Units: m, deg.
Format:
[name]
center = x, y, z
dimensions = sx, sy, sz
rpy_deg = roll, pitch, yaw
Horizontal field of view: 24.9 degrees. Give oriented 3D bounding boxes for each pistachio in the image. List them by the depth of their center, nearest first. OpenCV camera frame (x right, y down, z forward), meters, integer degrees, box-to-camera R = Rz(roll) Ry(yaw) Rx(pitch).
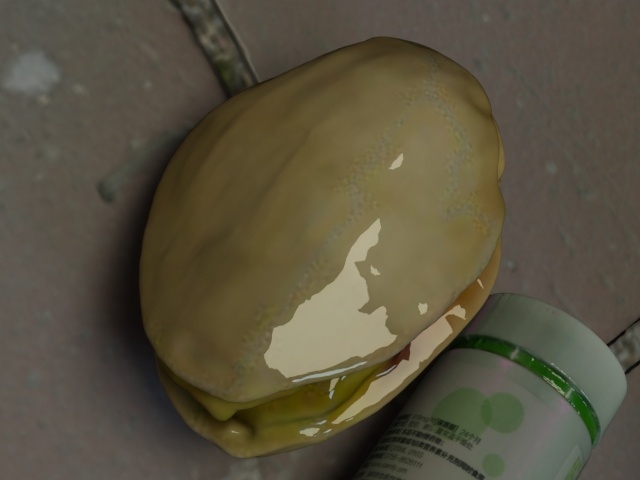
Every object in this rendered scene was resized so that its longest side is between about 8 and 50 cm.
[pistachio]
center = 0.000, 0.000, 0.630
dimensions = 0.145, 0.117, 0.200
rpy_deg = 31, 69, 19

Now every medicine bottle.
[medicine bottle]
center = 0.059, 0.117, 0.654
dimensions = 0.086, 0.086, 0.183
rpy_deg = 47, 61, -15
